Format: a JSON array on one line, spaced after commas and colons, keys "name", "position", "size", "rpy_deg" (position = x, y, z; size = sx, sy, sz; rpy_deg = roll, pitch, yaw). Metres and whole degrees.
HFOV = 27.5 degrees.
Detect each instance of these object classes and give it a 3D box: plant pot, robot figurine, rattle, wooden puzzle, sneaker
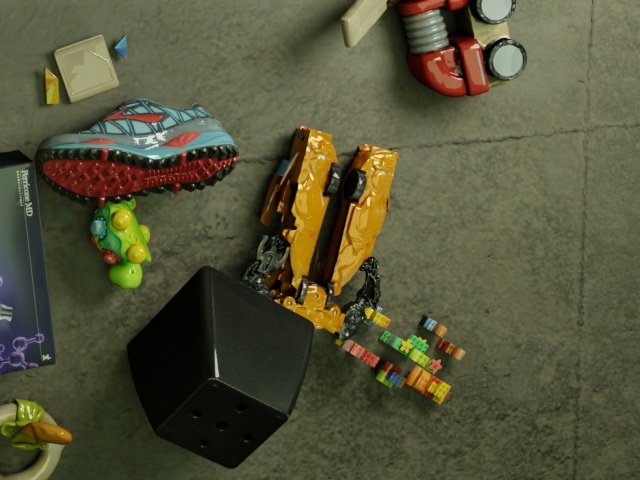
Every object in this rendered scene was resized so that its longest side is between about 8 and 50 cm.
[{"name": "plant pot", "position": [-0.130, 0.180, 1.698], "size": [0.188, 0.167, 0.187], "rpy_deg": [31, 120, -26]}, {"name": "robot figurine", "position": [0.000, 0.000, 1.799], "size": [0.211, 0.085, 0.291], "rpy_deg": [14, 96, -25]}, {"name": "rattle", "position": [-0.403, 0.310, 1.669], "size": [0.200, 0.142, 0.130], "rpy_deg": [-45, 134, -15]}, {"name": "wooden puzzle", "position": [-0.298, -0.218, 1.657], "size": [0.116, 0.014, 0.079], "rpy_deg": [-16, 112, -20]}, {"name": "sneaker", "position": [-0.242, -0.120, 1.656], "size": [0.261, 0.125, 0.104], "rpy_deg": [-5, 140, -30]}]

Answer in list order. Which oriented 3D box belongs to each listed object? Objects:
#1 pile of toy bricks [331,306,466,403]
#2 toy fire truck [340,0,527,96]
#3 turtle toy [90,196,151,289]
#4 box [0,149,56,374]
[{"name": "pile of toy bricks", "position": [0.134, 0.164, 1.884], "size": [0.212, 0.105, 0.118], "rpy_deg": [32, 88, -27]}, {"name": "toy fire truck", "position": [0.140, -0.289, 1.770], "size": [0.246, 0.158, 0.217], "rpy_deg": [-17, 109, -7]}, {"name": "turtle toy", "position": [-0.258, 0.003, 1.690], "size": [0.066, 0.095, 0.130], "rpy_deg": [-19, 110, 4]}, {"name": "box", "position": [-0.436, 0.033, 1.608], "size": [0.184, 0.103, 0.261], "rpy_deg": [-10, 106, -24]}]
